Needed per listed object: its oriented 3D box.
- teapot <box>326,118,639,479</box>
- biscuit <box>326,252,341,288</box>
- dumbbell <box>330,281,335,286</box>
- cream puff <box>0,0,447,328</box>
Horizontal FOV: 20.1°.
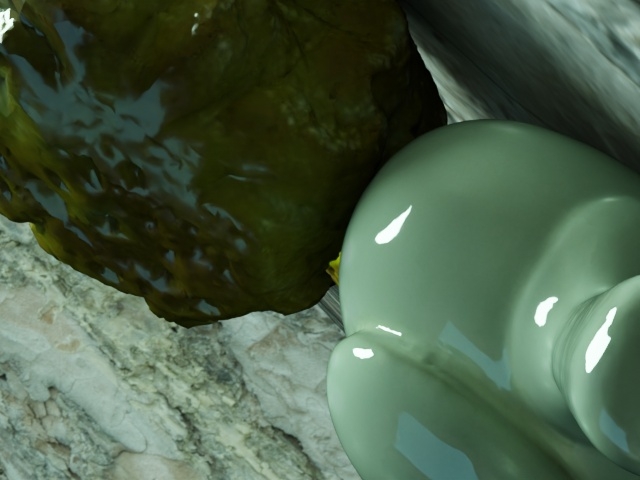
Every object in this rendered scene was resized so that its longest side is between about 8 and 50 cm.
[{"bbox_3d":[0.083,0.035,0.667,0.220,0.149,0.318,32,162,25],"label":"teapot"},{"bbox_3d":[0.097,0.080,1.447,0.350,0.070,0.394,43,173,46],"label":"biscuit"},{"bbox_3d":[0.000,0.000,1.684,0.147,0.069,0.069,45,175,23],"label":"dumbbell"},{"bbox_3d":[-0.063,-0.070,0.818,0.244,0.196,0.244,32,134,41],"label":"cream puff"}]
